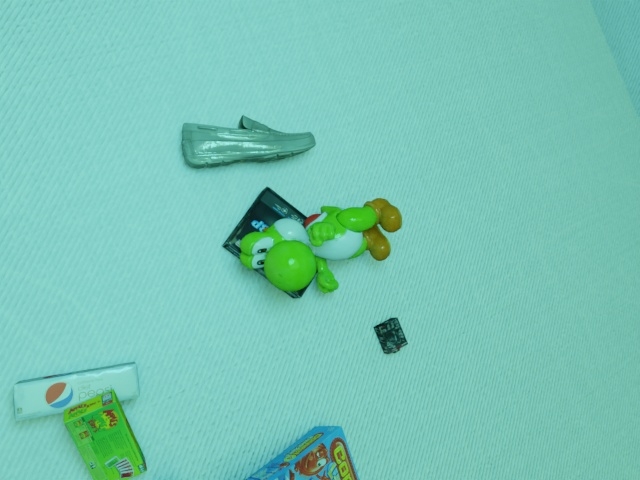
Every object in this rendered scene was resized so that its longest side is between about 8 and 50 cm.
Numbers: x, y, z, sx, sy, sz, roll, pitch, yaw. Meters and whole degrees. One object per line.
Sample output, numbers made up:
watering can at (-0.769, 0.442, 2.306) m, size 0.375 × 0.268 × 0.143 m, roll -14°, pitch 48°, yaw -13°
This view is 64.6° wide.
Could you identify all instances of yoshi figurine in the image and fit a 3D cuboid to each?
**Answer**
yoshi figurine at (0.010, 0.024, 1.121) m, size 0.362 × 0.203 × 0.203 m, roll -12°, pitch 93°, yaw -22°

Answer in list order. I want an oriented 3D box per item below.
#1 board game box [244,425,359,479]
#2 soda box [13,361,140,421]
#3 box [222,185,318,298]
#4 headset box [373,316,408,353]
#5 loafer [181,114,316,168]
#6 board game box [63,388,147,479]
board game box at (-0.024, 0.598, 1.049) m, size 0.302 × 0.086 × 0.308 m, roll -17°, pitch 88°, yaw -51°
soda box at (-0.470, 0.290, 0.987) m, size 0.216 × 0.074 × 0.069 m, roll -6°, pitch 84°, yaw -24°
box at (-0.095, 0.006, 1.209) m, size 0.220 × 0.051 × 0.175 m, roll 39°, pitch 68°, yaw -13°
headset box at (0.181, 0.247, 1.295) m, size 0.062 × 0.032 × 0.083 m, roll -23°, pitch 91°, yaw -24°
loafer at (-0.164, -0.240, 1.192) m, size 0.319 × 0.112 × 0.111 m, roll -9°, pitch 93°, yaw -24°
board game box at (-0.409, 0.384, 0.969) m, size 0.092 × 0.043 × 0.181 m, roll -21°, pitch 115°, yaw -19°
